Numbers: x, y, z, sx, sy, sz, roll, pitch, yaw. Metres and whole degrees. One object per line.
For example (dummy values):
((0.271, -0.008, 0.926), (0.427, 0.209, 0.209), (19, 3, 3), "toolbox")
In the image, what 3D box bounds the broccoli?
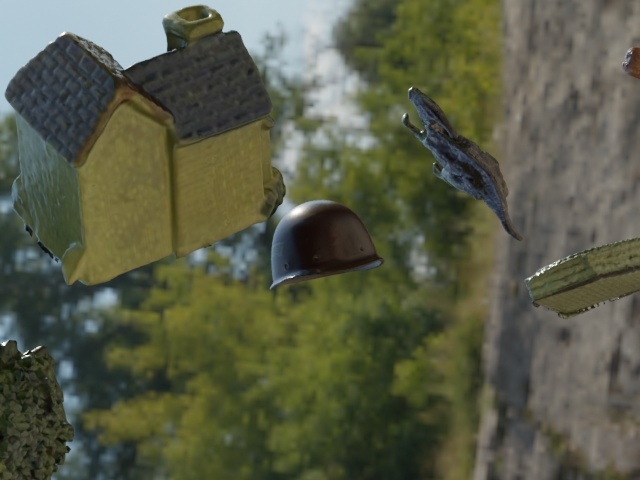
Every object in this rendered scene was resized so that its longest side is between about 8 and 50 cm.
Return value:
((-0.410, 0.213, 1.499), (0.302, 0.375, 0.249), (55, -164, -14), "broccoli")

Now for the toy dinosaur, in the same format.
((0.217, -0.124, 2.526), (0.077, 0.294, 0.162), (-50, 19, 1), "toy dinosaur")

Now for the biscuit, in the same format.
((0.343, 0.044, 2.007), (0.052, 0.150, 0.252), (70, -164, 12), "biscuit")

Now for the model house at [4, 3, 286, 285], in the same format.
((-0.219, -0.142, 1.940), (0.321, 0.261, 0.266), (-23, -47, -27), "model house")

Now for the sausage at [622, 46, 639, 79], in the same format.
((0.384, -0.192, 1.846), (0.034, 0.083, 0.034), (-158, 90, -84), "sausage")

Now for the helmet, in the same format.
((0.000, 0.000, 2.134), (0.175, 0.155, 0.106), (175, 83, -82), "helmet")
